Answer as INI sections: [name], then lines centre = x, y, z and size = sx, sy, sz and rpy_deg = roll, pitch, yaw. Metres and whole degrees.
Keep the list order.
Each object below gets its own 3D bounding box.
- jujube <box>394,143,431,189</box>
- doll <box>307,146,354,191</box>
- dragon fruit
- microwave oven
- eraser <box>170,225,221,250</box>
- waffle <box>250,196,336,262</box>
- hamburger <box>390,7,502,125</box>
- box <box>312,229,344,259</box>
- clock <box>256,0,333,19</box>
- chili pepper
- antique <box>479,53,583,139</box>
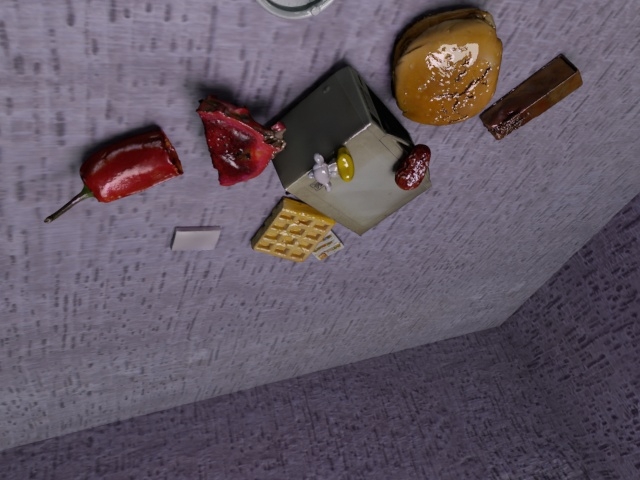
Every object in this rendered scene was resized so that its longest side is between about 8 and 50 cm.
[jujube]
centre = 0.242, -0.191, 1.295
size = 0.077, 0.077, 0.129
rpy_deg = -2, 131, -31
[doll]
centre = 0.027, -0.163, 1.211
size = 0.113, 0.071, 0.135
rpy_deg = -2, 147, -15
[dragon fruit]
centre = -0.185, -0.262, 1.266
size = 0.212, 0.134, 0.262
rpy_deg = 7, 146, 3
[microwave oven]
centre = 0.089, -0.241, 1.418
size = 0.333, 0.247, 0.394
rpy_deg = -35, 146, 20
[eraser]
centre = -0.413, -0.007, 1.652
size = 0.151, 0.023, 0.103
rpy_deg = -2, 143, -30
[waffle]
centre = -0.094, -0.029, 1.757
size = 0.221, 0.055, 0.248
rpy_deg = 16, 131, -30
[hamburger]
centre = 0.334, -0.454, 1.343
size = 0.284, 0.174, 0.304
rpy_deg = -10, 141, 1
[box]
centre = 0.000, -0.001, 1.912
size = 0.122, 0.032, 0.220
rpy_deg = -28, 147, 9
[clock]
centre = -0.045, -0.575, 1.022
size = 0.237, 0.053, 0.236
rpy_deg = -18, 147, -12
[chili pepper]
centre = -0.527, -0.161, 1.254
size = 0.339, 0.131, 0.134
rpy_deg = -26, 173, -3
[antique]
centre = 0.676, -0.453, 1.620
size = 0.310, 0.093, 0.087
rpy_deg = -36, 146, 20
